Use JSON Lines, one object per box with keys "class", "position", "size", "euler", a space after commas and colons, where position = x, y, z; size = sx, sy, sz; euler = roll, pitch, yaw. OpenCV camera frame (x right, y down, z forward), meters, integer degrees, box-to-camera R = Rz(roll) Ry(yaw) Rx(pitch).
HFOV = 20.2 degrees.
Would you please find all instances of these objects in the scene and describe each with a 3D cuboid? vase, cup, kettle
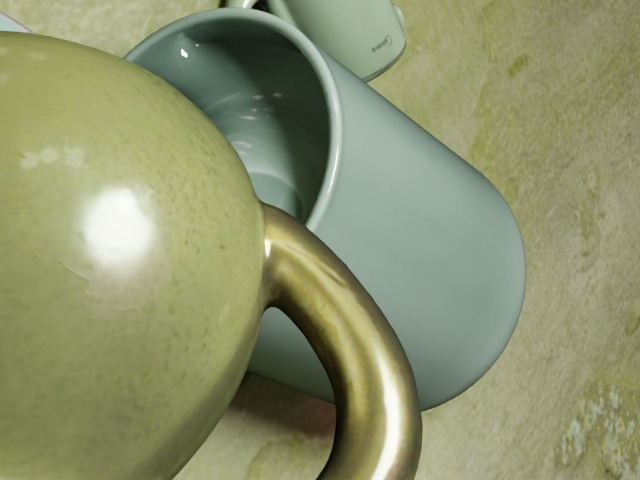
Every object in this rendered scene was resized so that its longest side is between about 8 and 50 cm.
{"class": "vase", "position": [-0.115, 0.075, 0.854], "size": [0.241, 0.329, 0.302], "euler": [93, 9, -63]}
{"class": "cup", "position": [0.000, 0.000, 1.188], "size": [0.312, 0.205, 0.205], "euler": [30, 57, -53]}
{"class": "kettle", "position": [-0.005, -0.185, 1.338], "size": [0.148, 0.098, 0.127], "euler": [65, 28, -29]}

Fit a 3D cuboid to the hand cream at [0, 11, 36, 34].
{"class": "hand cream", "position": [-0.239, -0.122, 0.994], "size": [0.275, 0.050, 0.079], "euler": [29, 84, -57]}
